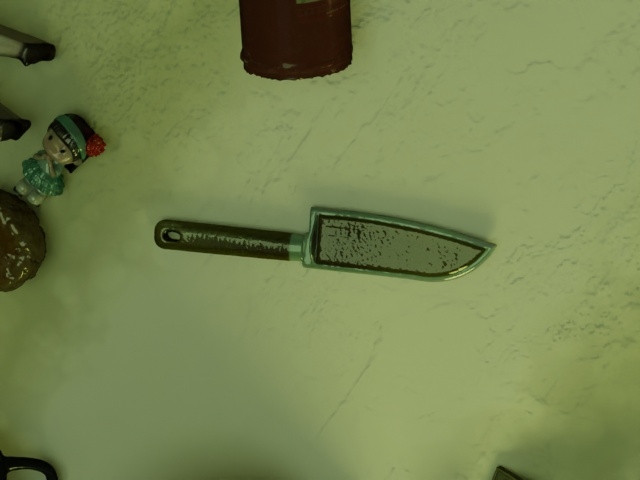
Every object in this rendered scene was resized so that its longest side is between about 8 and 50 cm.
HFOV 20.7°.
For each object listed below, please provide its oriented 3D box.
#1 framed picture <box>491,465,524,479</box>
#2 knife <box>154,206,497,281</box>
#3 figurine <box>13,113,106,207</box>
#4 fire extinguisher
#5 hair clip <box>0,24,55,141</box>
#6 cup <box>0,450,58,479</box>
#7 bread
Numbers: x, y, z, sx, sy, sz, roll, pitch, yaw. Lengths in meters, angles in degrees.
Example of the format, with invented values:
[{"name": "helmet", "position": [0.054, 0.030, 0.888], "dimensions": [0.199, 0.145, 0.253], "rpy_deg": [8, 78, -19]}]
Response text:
[{"name": "framed picture", "position": [0.225, 0.323, 1.676], "dimensions": [0.201, 0.010, 0.136], "rpy_deg": [30, 110, 34]}, {"name": "knife", "position": [0.000, -0.001, 1.700], "dimensions": [0.343, 0.027, 0.061], "rpy_deg": [7, 100, 14]}, {"name": "figurine", "position": [-0.260, -0.078, 1.745], "dimensions": [0.060, 0.047, 0.106], "rpy_deg": [49, 115, 18]}, {"name": "fire extinguisher", "position": [-0.008, -0.314, 1.558], "dimensions": [0.147, 0.106, 0.337], "rpy_deg": [4, 116, 12]}, {"name": "hair clip", "position": [-0.427, -0.205, 1.742], "dimensions": [0.331, 0.085, 0.101], "rpy_deg": [23, 106, 11]}, {"name": "cup", "position": [-0.383, 0.286, 1.815], "dimensions": [0.223, 0.169, 0.176], "rpy_deg": [-1, 109, -16]}, {"name": "bread", "position": [-0.321, -0.010, 1.771], "dimensions": [0.082, 0.060, 0.113], "rpy_deg": [-37, 93, 20]}]
